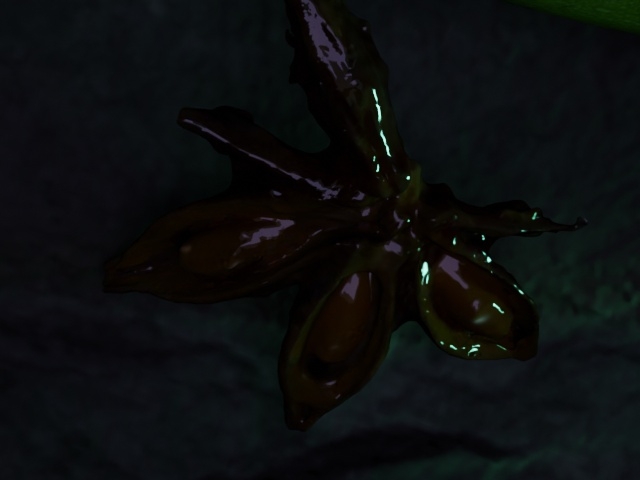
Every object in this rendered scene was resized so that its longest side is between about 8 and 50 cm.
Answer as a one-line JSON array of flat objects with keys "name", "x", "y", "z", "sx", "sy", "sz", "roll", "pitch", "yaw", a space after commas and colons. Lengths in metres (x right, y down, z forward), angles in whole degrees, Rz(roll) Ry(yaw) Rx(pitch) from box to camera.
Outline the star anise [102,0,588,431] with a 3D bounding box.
[{"name": "star anise", "x": 0.000, "y": 0.003, "z": 0.605, "sx": 0.157, "sy": 0.053, "sz": 0.212, "roll": -36, "pitch": 125, "yaw": 19}]

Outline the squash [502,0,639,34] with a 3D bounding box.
[{"name": "squash", "x": 0.036, "y": -0.138, "z": 0.567, "sx": 0.378, "sy": 0.101, "sz": 0.101, "roll": 15, "pitch": 97, "yaw": -22}]
